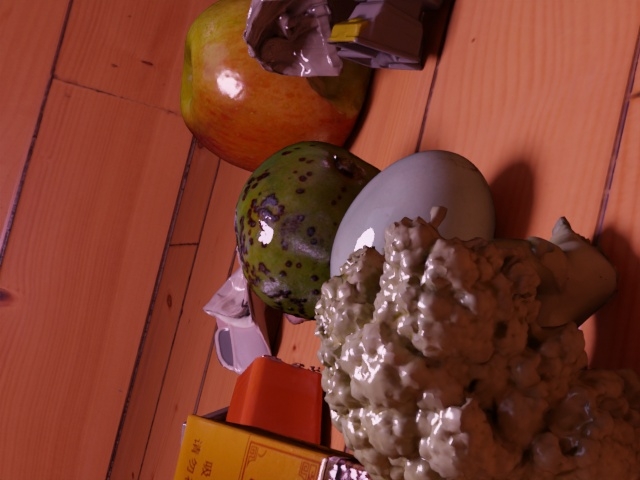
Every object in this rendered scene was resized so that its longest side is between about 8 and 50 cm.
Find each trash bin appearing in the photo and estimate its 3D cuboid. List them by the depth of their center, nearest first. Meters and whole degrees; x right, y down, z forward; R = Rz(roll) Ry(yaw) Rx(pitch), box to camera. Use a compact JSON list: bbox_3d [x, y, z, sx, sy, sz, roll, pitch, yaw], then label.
[{"bbox_3d":[-0.071,0.296,1.445,0.184,0.161,0.238,131,153,-55],"label":"trash bin"}]

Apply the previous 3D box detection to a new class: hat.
[{"bbox_3d":[-0.022,-0.377,1.520,0.214,0.149,0.244,65,-150,-57],"label":"hat"},{"bbox_3d":[-0.118,0.126,1.883,0.226,0.164,0.219,54,141,16],"label":"hat"}]

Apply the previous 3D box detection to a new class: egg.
[{"bbox_3d":[0.104,0.006,1.113,0.231,0.168,0.168,-62,20,21],"label":"egg"}]

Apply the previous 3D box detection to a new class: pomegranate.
[{"bbox_3d":[0.000,0.000,1.342,0.254,0.254,0.270,-96,14,-50],"label":"pomegranate"}]

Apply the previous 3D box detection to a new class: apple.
[{"bbox_3d":[-0.085,-0.278,1.733,0.339,0.340,0.339,-165,90,-73],"label":"apple"}]

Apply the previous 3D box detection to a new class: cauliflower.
[{"bbox_3d":[0.146,0.100,0.798,0.260,0.281,0.327,54,173,49],"label":"cauliflower"}]

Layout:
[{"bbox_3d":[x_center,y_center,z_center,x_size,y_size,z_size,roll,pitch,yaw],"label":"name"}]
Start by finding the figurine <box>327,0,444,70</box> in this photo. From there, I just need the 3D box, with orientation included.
[{"bbox_3d":[0.110,-0.400,1.442,0.342,0.167,0.284,-147,69,-76],"label":"figurine"}]

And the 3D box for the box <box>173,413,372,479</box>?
[{"bbox_3d":[-0.029,0.357,1.115,0.415,0.116,0.264,4,77,53],"label":"box"}]

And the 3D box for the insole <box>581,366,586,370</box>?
[{"bbox_3d":[0.220,0.163,0.892,0.045,0.002,0.135,160,124,-70],"label":"insole"}]

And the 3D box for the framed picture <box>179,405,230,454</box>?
[{"bbox_3d":[-0.161,0.415,1.541,0.232,0.024,0.314,-1,-84,-67],"label":"framed picture"}]
